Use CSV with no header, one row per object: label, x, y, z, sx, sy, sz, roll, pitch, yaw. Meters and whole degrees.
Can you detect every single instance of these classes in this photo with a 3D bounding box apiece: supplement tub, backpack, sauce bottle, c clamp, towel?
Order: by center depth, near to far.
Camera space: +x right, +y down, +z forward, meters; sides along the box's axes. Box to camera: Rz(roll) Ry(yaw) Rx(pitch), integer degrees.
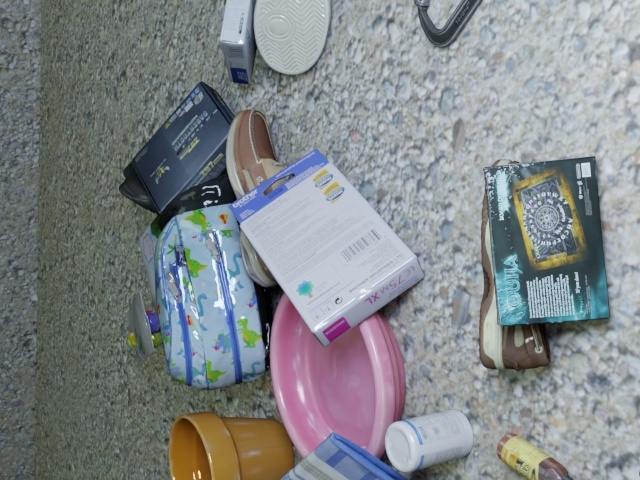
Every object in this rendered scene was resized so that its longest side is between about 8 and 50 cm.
sauce bottle,0.273,0.283,1.064,0.128,0.042,0.042,28,117,55
c clamp,0.173,-0.350,1.166,0.137,0.022,0.160,57,137,29
supplement tub,0.150,0.277,1.197,0.071,0.107,0.070,9,101,57
towel,0.043,0.410,1.345,0.209,0.034,0.285,34,136,-1
backpack,-0.200,0.100,1.613,0.355,0.274,0.290,64,163,8

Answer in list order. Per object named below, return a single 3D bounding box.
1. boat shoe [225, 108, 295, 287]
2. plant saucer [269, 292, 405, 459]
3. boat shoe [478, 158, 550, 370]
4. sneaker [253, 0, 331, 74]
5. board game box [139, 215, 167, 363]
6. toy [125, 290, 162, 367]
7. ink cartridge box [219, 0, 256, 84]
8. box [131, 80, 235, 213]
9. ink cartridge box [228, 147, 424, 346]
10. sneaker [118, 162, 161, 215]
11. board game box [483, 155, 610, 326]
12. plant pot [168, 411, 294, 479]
boat shoe,-0.082,-0.083,1.531,0.117,0.123,0.324,-16,79,25
plant saucer,0.031,0.215,1.400,0.332,0.084,0.331,14,106,57
boat shoe,0.250,0.030,1.049,0.095,0.095,0.257,2,94,24
sneaker,-0.036,-0.447,1.408,0.148,0.131,0.349,-77,-6,-50
board game box,-0.296,0.078,1.912,0.318,0.066,0.318,-41,60,52
toy,-0.395,0.203,1.975,0.237,0.056,0.136,-39,66,61
ink cartridge box,-0.129,-0.409,1.494,0.223,0.045,0.223,103,174,-84
box,-0.265,-0.181,1.744,0.232,0.059,0.183,-46,50,14
ink cartridge box,0.000,0.000,1.339,0.311,0.186,0.065,52,175,39
sneaker,-0.373,-0.152,1.916,0.130,0.109,0.286,-54,27,12
board game box,0.258,0.002,0.990,0.026,0.126,0.186,3,-98,-81
plant pot,-0.160,0.416,1.629,0.205,0.188,0.205,13,105,57
